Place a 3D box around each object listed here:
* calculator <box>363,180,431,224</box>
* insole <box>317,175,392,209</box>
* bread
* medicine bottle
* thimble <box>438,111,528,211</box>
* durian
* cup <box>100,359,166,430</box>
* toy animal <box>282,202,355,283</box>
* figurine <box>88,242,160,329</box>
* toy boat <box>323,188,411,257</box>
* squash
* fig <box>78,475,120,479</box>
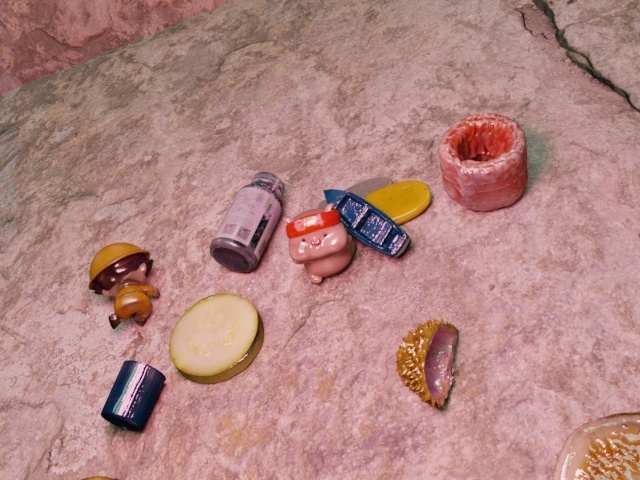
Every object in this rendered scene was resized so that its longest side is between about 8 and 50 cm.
[{"bbox_3d":[0.192,-0.096,1.732,0.234,0.032,0.146,-22,46,6],"label":"calculator"},{"bbox_3d":[0.098,-0.137,1.827,0.232,0.003,0.080,-22,46,3],"label":"insole"},{"bbox_3d":[0.537,0.441,1.035,0.305,0.159,0.306,-14,47,16],"label":"bread"},{"bbox_3d":[-0.198,-0.061,1.786,0.141,0.141,0.293,4,53,25],"label":"medicine bottle"},{"bbox_3d":[0.431,-0.204,1.644,0.239,0.162,0.239,-9,49,11],"label":"thimble"},{"bbox_3d":[0.237,0.254,1.362,0.132,0.165,0.182,24,84,2],"label":"durian"},{"bbox_3d":[-0.463,0.389,1.542,0.113,0.150,0.138,22,57,-5],"label":"cup"},{"bbox_3d":[0.000,0.000,1.612,0.171,0.198,0.171,-15,43,14],"label":"toy animal"},{"bbox_3d":[-0.553,0.114,1.766,0.192,0.167,0.257,-25,47,-18],"label":"figurine"},{"bbox_3d":[0.116,-0.055,1.674,0.299,0.061,0.096,39,99,33],"label":"toy boat"},{"bbox_3d":[-0.264,0.249,1.614,0.252,0.049,0.252,-11,46,11],"label":"squash"},{"bbox_3d":[-0.468,0.591,1.304,0.181,0.181,0.191,3,70,24],"label":"fig"}]
